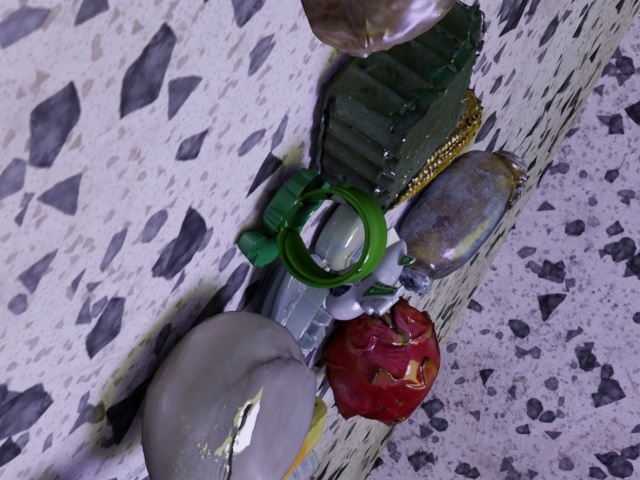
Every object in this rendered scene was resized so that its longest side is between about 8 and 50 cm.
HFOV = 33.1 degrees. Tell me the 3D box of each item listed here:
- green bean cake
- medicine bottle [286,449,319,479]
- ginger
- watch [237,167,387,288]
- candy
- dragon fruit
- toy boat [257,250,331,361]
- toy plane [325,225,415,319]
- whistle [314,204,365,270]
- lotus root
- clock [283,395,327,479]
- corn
[{"bbox_3d":[0.108,-0.182,1.418,0.255,0.132,0.241,-52,164,-23],"label":"green bean cake"},{"bbox_3d":[-0.081,0.487,2.225,0.183,0.086,0.086,-30,149,-57],"label":"medicine bottle"},{"bbox_3d":[0.093,-0.325,1.025,0.375,0.176,0.256,-38,140,-50],"label":"ginger"},{"bbox_3d":[0.000,0.000,1.387,0.165,0.152,0.131,-56,166,14],"label":"watch"},{"bbox_3d":[-0.132,0.224,1.393,0.295,0.185,0.296,-39,139,-43],"label":"candy"},{"bbox_3d":[0.118,0.240,2.107,0.250,0.250,0.315,-40,176,-46],"label":"dragon fruit"},{"bbox_3d":[-0.038,0.103,1.595,0.141,0.092,0.319,-56,165,-23],"label":"toy boat"},{"bbox_3d":[0.074,0.058,1.732,0.174,0.174,0.080,-50,131,-22],"label":"toy plane"},{"bbox_3d":[0.071,-0.045,1.690,0.258,0.067,0.126,-53,167,-23],"label":"whistle"},{"bbox_3d":[0.254,-0.042,2.085,0.349,0.175,0.175,-48,162,-18],"label":"lotus root"},{"bbox_3d":[-0.093,0.320,1.763,0.202,0.143,0.096,-40,155,-44],"label":"clock"},{"bbox_3d":[0.149,-0.142,1.653,0.318,0.115,0.115,-44,160,-34],"label":"corn"}]
